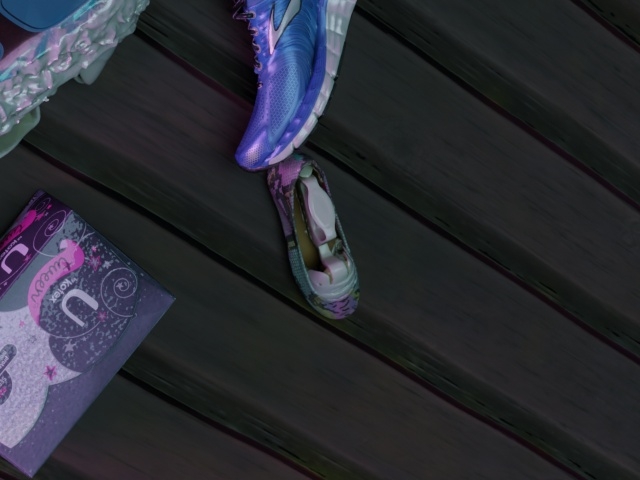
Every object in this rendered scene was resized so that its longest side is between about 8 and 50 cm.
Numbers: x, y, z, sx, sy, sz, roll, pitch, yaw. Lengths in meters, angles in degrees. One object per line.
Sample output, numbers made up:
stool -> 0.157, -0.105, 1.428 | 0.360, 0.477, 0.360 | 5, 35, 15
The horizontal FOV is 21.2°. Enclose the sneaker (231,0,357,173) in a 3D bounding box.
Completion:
sneaker -> -0.047, -0.237, 1.902 | 0.147, 0.130, 0.330 | 15, 91, -12

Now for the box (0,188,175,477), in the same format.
box -> -0.304, 0.095, 1.824 | 0.163, 0.142, 0.247 | 42, 82, -26

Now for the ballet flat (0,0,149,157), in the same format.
ballet flat -> -0.310, -0.187, 1.791 | 0.409, 0.147, 0.147 | -41, 114, -9

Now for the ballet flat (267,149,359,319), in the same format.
ballet flat -> 0.000, 0.000, 1.980 | 0.077, 0.079, 0.222 | -26, 110, -19
